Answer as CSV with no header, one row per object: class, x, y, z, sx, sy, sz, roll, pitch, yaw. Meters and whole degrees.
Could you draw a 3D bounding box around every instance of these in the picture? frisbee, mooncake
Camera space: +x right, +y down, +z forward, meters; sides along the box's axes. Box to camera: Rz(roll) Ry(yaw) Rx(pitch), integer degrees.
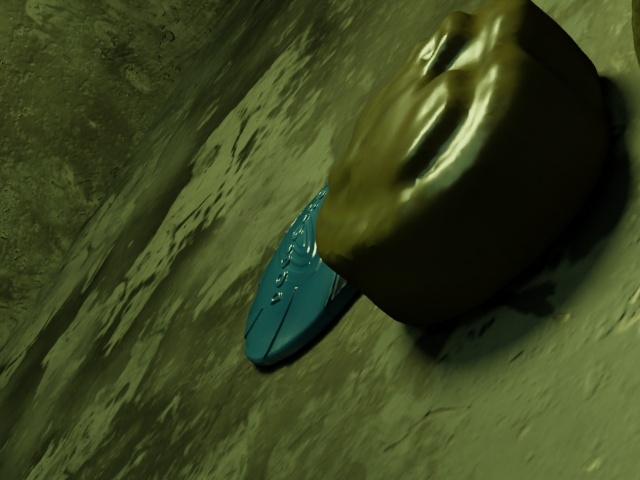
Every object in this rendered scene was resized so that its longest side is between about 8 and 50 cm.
frisbee,0.000,0.000,1.276,0.242,0.045,0.242,-49,17,20
mooncake,0.086,-0.051,1.001,0.235,0.117,0.235,-46,19,21

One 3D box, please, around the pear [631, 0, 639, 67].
pear,0.216,-0.092,0.646,0.167,0.136,0.167,-34,23,16
